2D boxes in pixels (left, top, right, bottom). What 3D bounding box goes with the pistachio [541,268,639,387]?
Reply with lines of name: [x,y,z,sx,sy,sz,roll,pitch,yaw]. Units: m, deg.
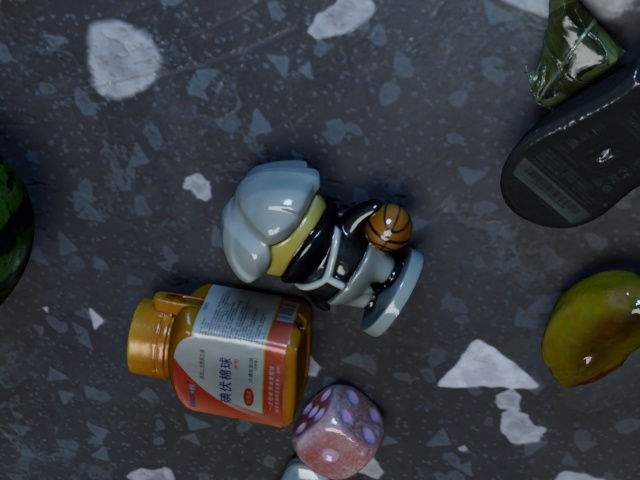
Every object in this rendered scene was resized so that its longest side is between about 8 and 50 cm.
pistachio: [0.333,0.096,1.528,0.110,0.100,0.189,48,134,8]

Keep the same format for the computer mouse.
computer mouse: [0.308,-0.114,1.384,0.264,0.088,0.147,-28,127,37]

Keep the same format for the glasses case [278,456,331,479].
glasses case: [-0.038,0.376,1.847,0.067,0.045,0.178,24,126,-2]

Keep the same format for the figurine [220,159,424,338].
figurine: [0.000,0.000,1.529,0.236,0.133,0.176,29,117,-8]

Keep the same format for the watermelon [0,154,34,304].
watermelon: [-0.502,-0.011,1.573,0.285,0.285,0.285,7,125,10]

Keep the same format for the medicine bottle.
medicine bottle: [-0.129,0.142,1.670,0.222,0.112,0.149,9,125,8]

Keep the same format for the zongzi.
zongzi: [0.245,-0.209,1.370,0.109,0.055,0.119,-37,97,35]

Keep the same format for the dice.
dice: [0.023,0.255,1.720,0.093,0.091,0.094,42,125,-15]
